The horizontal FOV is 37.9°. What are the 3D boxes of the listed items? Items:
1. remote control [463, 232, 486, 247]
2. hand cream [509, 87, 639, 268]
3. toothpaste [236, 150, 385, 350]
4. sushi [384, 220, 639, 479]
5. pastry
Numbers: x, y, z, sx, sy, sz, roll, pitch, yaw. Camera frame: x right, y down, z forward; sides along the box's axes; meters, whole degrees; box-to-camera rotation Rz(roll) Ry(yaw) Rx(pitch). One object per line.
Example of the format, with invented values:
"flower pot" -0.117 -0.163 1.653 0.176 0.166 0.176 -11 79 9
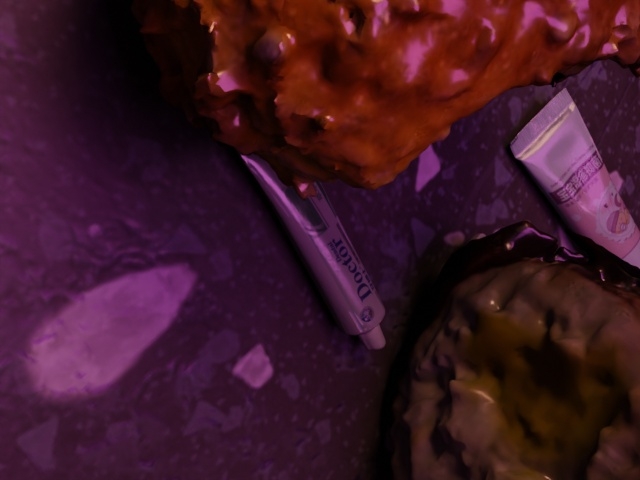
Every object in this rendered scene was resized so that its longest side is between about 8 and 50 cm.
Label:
"remote control" 0.184 0.055 0.906 0.184 0.027 0.050 40 73 -39
"hand cream" 0.299 -0.008 0.980 0.085 0.058 0.331 -43 115 -9
"toothpaste" 0.000 0.000 0.742 0.064 0.041 0.218 -47 118 -39
"sushi" 0.232 0.153 0.785 0.294 0.299 0.281 18 122 -38
"pastry" 0.052 -0.228 0.612 0.405 0.292 0.337 -23 99 -24
